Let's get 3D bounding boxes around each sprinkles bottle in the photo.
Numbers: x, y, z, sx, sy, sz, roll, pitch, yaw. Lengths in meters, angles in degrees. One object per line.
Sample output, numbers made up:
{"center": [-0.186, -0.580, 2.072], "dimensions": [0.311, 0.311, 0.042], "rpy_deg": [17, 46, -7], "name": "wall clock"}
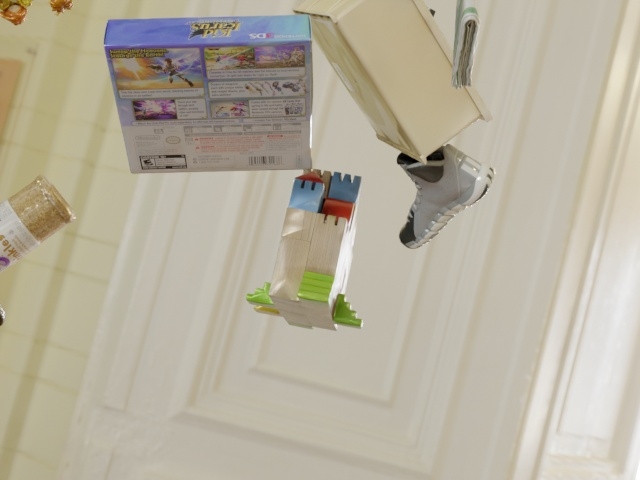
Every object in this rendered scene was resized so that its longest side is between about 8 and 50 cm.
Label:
{"center": [-0.679, 0.012, 2.008], "dimensions": [0.121, 0.355, 0.121], "rpy_deg": [51, -8, 10], "name": "sprinkles bottle"}

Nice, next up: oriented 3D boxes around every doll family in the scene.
{"center": [-0.551, -0.497, 1.890], "dimensions": [0.263, 0.163, 0.118], "rpy_deg": [-24, -31, -8], "name": "doll family"}

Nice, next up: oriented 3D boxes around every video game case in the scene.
{"center": [-0.145, -0.198, 1.360], "dimensions": [0.270, 0.061, 0.244], "rpy_deg": [-2, -38, -2], "name": "video game case"}

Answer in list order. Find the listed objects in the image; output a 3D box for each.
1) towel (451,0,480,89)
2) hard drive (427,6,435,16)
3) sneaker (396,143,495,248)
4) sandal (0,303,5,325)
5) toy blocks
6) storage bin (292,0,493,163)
{"center": [0.163, -0.256, 1.075], "dimensions": [0.023, 0.152, 0.113], "rpy_deg": [6, -33, 3], "name": "towel"}
{"center": [0.118, -0.314, 1.551], "dimensions": [0.094, 0.135, 0.022], "rpy_deg": [32, 14, 40], "name": "hard drive"}
{"center": [0.161, -0.084, 1.545], "dimensions": [0.132, 0.086, 0.229], "rpy_deg": [34, -43, -11], "name": "sneaker"}
{"center": [-0.550, 0.052, 1.548], "dimensions": [0.090, 0.060, 0.219], "rpy_deg": [-3, -46, 11], "name": "sandal"}
{"center": [0.000, 0.000, 1.657], "dimensions": [0.191, 0.261, 0.381], "rpy_deg": [11, -11, 6], "name": "toy blocks"}
{"center": [0.098, -0.273, 1.481], "dimensions": [0.262, 0.123, 0.260], "rpy_deg": [54, -3, -21], "name": "storage bin"}
